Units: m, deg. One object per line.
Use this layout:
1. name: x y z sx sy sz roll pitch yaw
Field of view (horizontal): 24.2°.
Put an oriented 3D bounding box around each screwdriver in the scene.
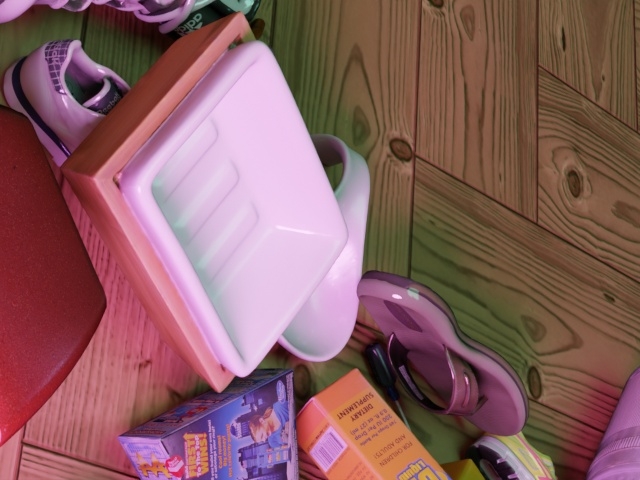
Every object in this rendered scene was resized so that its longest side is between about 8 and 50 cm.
1. screwdriver: 0.093 0.192 1.686 0.024 0.025 0.170 -36 102 -48

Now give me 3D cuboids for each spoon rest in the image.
1. spoon rest: 0.000 0.000 1.613 0.137 0.084 0.276 34 52 -34

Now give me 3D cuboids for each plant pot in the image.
1. plant pot: -0.322 0.030 1.138 0.236 0.267 0.267 -30 98 -63

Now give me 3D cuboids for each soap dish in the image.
1. soap dish: -0.103 -0.036 1.405 0.229 0.118 0.291 -53 138 -29

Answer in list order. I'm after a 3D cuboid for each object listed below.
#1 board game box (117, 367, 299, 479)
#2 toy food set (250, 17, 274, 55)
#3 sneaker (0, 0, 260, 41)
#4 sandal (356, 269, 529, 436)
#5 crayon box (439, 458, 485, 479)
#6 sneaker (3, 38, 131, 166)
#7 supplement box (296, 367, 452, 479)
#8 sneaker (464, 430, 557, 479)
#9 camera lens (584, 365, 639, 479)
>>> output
1. board game box: -0.102 0.226 1.418 0.194 0.060 0.194 -1 87 -51
2. toy food set: -0.084 -0.228 1.660 0.078 0.019 0.122 10 61 -46
3. sneaker: -0.169 -0.268 1.437 0.257 0.169 0.447 53 33 -19
4. sandal: 0.124 0.141 1.658 0.303 0.120 0.086 44 57 -38
5. crayon box: 0.152 0.390 1.630 0.323 0.083 0.203 56 43 -16
6. sneaker: -0.196 -0.093 1.428 0.235 0.095 0.090 46 45 -28
7. supplement box: 0.075 0.249 1.532 0.078 0.080 0.233 -30 74 -41
8. sneaker: 0.260 0.299 1.785 0.208 0.081 0.094 56 41 -15
9. camera lens: 0.461 0.294 1.900 0.219 0.219 0.274 54 44 -18
